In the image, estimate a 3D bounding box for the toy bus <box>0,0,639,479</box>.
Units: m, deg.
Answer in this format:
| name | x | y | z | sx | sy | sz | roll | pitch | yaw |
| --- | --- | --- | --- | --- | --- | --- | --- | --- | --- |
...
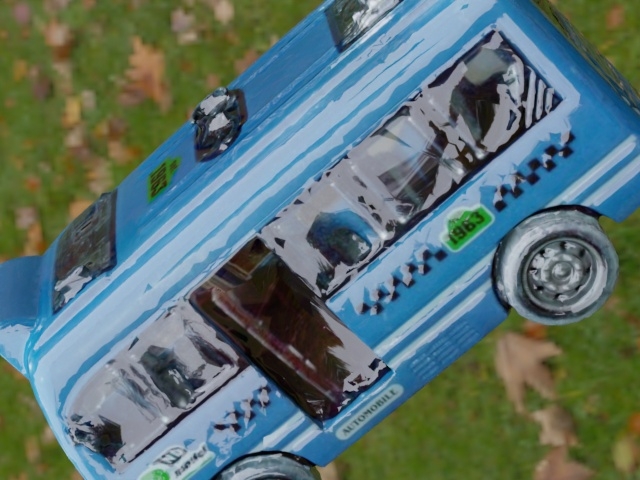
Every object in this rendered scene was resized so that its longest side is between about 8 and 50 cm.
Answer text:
| name | x | y | z | sx | sy | sz | roll | pitch | yaw |
| --- | --- | --- | --- | --- | --- | --- | --- | --- | --- |
| toy bus | 0.000 | 0.000 | 0.654 | 0.246 | 0.134 | 0.113 | -40 | 23 | 13 |
